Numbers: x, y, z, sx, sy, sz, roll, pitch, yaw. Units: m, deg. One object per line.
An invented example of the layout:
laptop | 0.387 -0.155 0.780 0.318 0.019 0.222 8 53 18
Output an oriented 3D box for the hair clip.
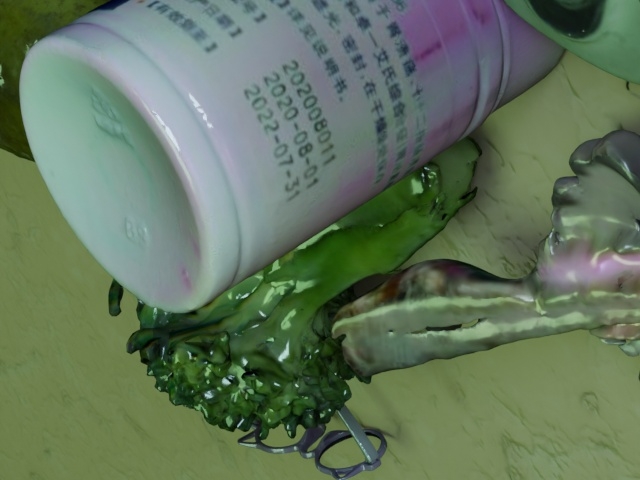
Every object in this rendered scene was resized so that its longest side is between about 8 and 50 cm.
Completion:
hair clip | 0.142 0.028 0.973 0.300 0.069 0.173 -6 120 37

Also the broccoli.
broccoli | -0.006 -0.011 1.151 0.275 0.177 0.198 -51 35 30

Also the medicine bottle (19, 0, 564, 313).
medicine bottle | -0.008 -0.088 0.916 0.152 0.254 0.152 35 144 32

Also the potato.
potato | -0.201 -0.124 1.304 0.251 0.113 0.149 16 131 49

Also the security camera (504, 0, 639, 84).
security camera | 0.143 -0.206 0.771 0.157 0.080 0.301 38 142 30

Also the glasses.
glasses | -0.014 0.107 1.303 0.140 0.062 0.104 15 129 48
